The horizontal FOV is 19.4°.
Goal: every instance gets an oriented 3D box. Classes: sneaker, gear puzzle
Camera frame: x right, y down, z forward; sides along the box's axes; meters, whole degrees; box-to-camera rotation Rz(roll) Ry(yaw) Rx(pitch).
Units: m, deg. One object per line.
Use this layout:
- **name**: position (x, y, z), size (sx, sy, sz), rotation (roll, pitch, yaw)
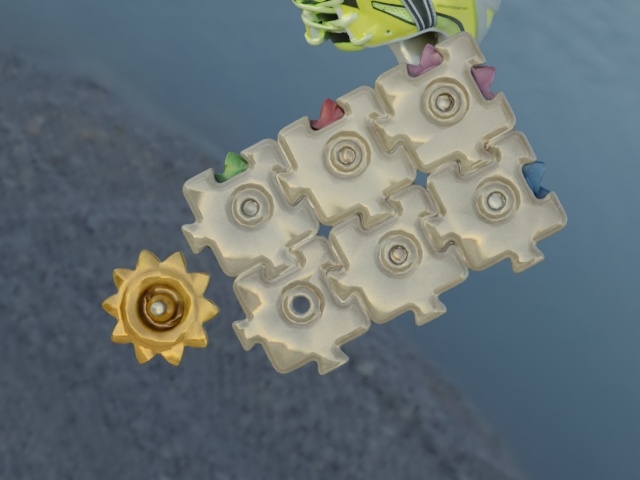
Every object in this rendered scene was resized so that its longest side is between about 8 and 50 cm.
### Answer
- **sneaker**: position (0.021, -0.227, 1.433), size (0.145, 0.147, 0.384), rotation (8, -8, 45)
- **gear puzzle**: position (0.000, 0.000, 1.357), size (0.175, 0.339, 0.044), rotation (62, 7, 1)
